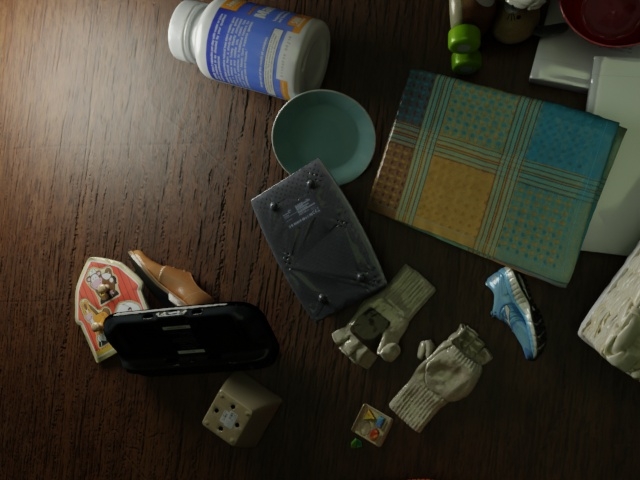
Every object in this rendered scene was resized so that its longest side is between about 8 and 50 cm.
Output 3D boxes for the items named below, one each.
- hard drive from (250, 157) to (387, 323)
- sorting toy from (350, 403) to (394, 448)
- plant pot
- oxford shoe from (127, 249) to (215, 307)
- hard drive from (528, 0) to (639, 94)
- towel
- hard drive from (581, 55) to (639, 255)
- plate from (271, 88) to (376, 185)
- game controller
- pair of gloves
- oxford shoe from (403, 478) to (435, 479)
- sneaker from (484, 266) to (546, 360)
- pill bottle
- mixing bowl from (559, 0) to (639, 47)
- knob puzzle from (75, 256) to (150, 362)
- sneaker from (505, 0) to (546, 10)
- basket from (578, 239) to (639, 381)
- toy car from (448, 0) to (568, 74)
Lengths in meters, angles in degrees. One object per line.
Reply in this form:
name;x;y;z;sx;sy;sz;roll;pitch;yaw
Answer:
hard drive;0.000;0.000;1.220;0.172;0.054;0.255;-30;84;18
sorting toy;0.087;0.342;1.212;0.062;0.012;0.083;26;94;15
plant pot;-0.152;0.313;1.236;0.109;0.096;0.109;31;96;15
oxford shoe;-0.289;0.079;1.310;0.212;0.076;0.076;37;64;20
hard drive;0.506;-0.412;1.115;0.232;0.047;0.353;15;92;15
towel;0.277;-0.114;1.129;0.370;0.040;0.272;23;101;25
hard drive;0.517;-0.127;1.073;0.202;0.040;0.308;7;99;16
plate;0.006;-0.183;1.216;0.188;0.024;0.188;2;121;4
game controller;-0.239;0.183;1.246;0.318;0.067;0.167;-7;123;15
pair of gloves;0.161;0.189;1.184;0.204;0.042;0.240;-43;78;9
oxford shoe;0.225;0.483;1.111;0.363;0.130;0.133;3;94;16
sneaker;0.326;0.126;1.142;0.073;0.063;0.162;-25;76;31
pill bottle;-0.132;-0.354;1.233;0.271;0.152;0.153;19;92;15
mixing bowl;0.459;-0.373;1.050;0.181;0.098;0.182;-1;87;14
knob puzzle;-0.423;0.123;1.336;0.213;0.030;0.213;2;94;26
sneaker;0.346;-0.495;1.054;0.107;0.118;0.279;7;71;-12
basket;0.581;0.100;0.900;0.328;0.266;0.331;35;98;15
toy car;0.308;-0.376;1.116;0.188;0.149;0.155;-1;77;15
